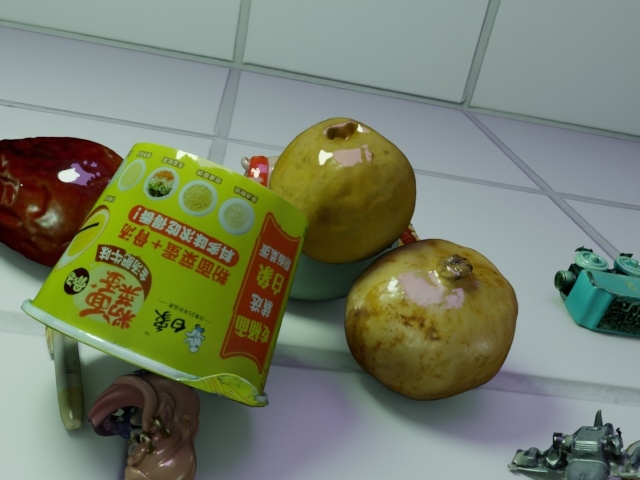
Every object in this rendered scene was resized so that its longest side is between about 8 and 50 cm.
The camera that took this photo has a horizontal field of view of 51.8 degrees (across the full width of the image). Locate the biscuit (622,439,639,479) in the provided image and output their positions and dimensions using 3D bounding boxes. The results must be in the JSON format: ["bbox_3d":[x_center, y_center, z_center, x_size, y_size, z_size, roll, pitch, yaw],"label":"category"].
[{"bbox_3d":[0.496,0.313,0.856,0.208,0.049,0.181,-2,27,-30],"label":"biscuit"}]

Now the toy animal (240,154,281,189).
[{"bbox_3d":[-0.081,-0.103,1.356,0.197,0.171,0.171,-9,31,-43],"label":"toy animal"}]

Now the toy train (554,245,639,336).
[{"bbox_3d":[0.565,0.104,1.270,0.203,0.112,0.163,7,31,-10],"label":"toy train"}]

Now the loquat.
[{"bbox_3d":[0.033,-0.066,0.925,0.208,0.208,0.208,10,24,-5],"label":"loquat"}]

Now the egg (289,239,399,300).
[{"bbox_3d":[0.000,0.000,1.109,0.282,0.203,0.203,-4,29,-26],"label":"egg"}]

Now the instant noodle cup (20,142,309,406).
[{"bbox_3d":[-0.157,0.036,0.778,0.311,0.222,0.311,21,-9,4],"label":"instant noodle cup"}]

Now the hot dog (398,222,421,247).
[{"bbox_3d":[0.152,0.007,1.328,0.131,0.069,0.253,7,24,-10],"label":"hot dog"}]

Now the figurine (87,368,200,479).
[{"bbox_3d":[-0.173,0.204,0.701,0.114,0.126,0.157,-43,42,-8],"label":"figurine"}]

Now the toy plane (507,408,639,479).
[{"bbox_3d":[0.352,0.266,0.845,0.192,0.088,0.262,-7,9,30],"label":"toy plane"}]

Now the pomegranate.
[{"bbox_3d":[0.155,0.107,0.920,0.248,0.248,0.248,10,24,-5],"label":"pomegranate"}]

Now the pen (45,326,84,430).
[{"bbox_3d":[-0.325,0.156,0.832,0.040,0.032,0.233,-20,34,-12],"label":"pen"}]

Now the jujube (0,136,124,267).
[{"bbox_3d":[-0.436,-0.070,1.079,0.318,0.223,0.223,16,23,26],"label":"jujube"}]
